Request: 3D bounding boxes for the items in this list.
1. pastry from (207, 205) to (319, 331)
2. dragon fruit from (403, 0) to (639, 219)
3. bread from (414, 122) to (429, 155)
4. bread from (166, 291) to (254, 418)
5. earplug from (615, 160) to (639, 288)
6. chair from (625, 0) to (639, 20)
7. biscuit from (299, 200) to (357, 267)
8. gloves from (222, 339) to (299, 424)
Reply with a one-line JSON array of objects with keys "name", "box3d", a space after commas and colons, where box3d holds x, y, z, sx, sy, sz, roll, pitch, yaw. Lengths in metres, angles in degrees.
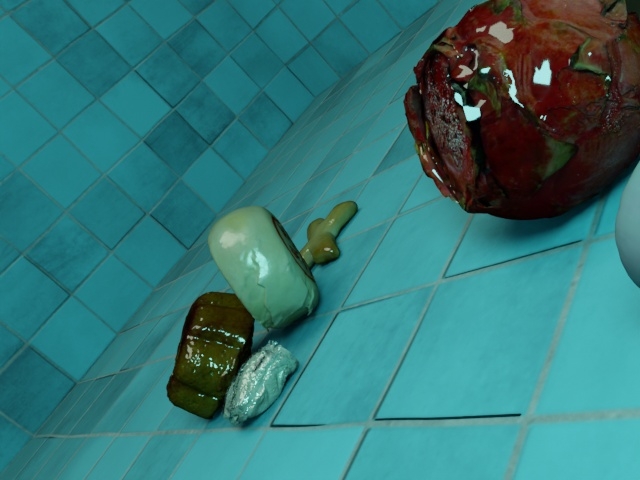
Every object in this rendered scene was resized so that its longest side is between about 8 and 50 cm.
[{"name": "pastry", "box3d": [-0.103, 0.050, 1.224, 0.133, 0.265, 0.265, -33, 16, 1]}, {"name": "dragon fruit", "box3d": [0.265, -0.178, 0.812, 0.301, 0.296, 0.295, -38, 15, -5]}, {"name": "bread", "box3d": [0.265, -0.186, 1.097, 0.158, 0.149, 0.143, -39, 14, 42]}, {"name": "bread", "box3d": [-0.209, 0.223, 1.224, 0.247, 0.135, 0.232, -95, 26, -60]}, {"name": "earplug", "box3d": [0.334, 0.035, 0.372, 0.172, 0.172, 0.301, -42, 23, 11]}, {"name": "chair", "box3d": [0.380, -0.349, 0.852, 0.318, 0.186, 0.160, -3, 8, -15]}, {"name": "biscuit", "box3d": [0.000, -0.001, 1.455, 0.164, 0.047, 0.208, -34, 19, 36]}, {"name": "gloves", "box3d": [-0.113, 0.243, 1.083, 0.153, 0.070, 0.114, -53, 18, -19]}]
